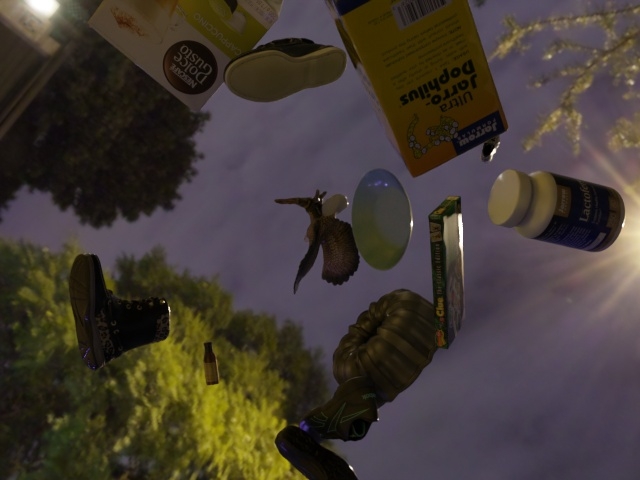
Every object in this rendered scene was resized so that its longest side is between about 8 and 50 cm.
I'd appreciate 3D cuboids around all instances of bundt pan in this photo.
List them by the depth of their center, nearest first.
[{"bbox_3d":[0.151,0.247,1.671,0.331,0.124,0.331,-45,-170,10],"label":"bundt pan"}]

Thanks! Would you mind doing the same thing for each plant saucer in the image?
[{"bbox_3d":[0.125,-0.040,1.307,0.195,0.037,0.195,9,-80,59],"label":"plant saucer"}]

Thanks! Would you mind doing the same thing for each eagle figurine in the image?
[{"bbox_3d":[-0.001,0.002,2.166,0.226,0.299,0.225,-13,171,4],"label":"eagle figurine"}]

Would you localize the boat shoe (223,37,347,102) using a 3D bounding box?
[{"bbox_3d":[-0.098,-0.417,1.619,0.340,0.127,0.113,-23,-133,-31],"label":"boat shoe"}]

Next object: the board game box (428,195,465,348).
[{"bbox_3d":[0.241,0.058,1.295,0.030,0.260,0.136,3,-161,28],"label":"board game box"}]

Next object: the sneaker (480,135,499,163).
[{"bbox_3d":[0.459,-0.260,1.845,0.069,0.038,0.098,54,54,-73],"label":"sneaker"}]

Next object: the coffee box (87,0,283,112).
[{"bbox_3d":[-0.329,-0.597,1.772,0.334,0.337,0.338,-44,-159,20],"label":"coffee box"}]

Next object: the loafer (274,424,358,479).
[{"bbox_3d":[-0.007,0.499,1.528,0.076,0.223,0.078,-49,177,-42],"label":"loafer"}]

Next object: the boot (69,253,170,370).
[{"bbox_3d":[-0.398,0.125,1.374,0.085,0.178,0.237,15,-68,44],"label":"boot"}]

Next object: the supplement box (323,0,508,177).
[{"bbox_3d":[0.157,-0.326,1.183,0.195,0.357,0.194,-27,-144,5],"label":"supplement box"}]

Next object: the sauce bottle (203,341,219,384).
[{"bbox_3d":[-0.332,0.371,2.071,0.042,0.042,0.128,-16,-101,48],"label":"sauce bottle"}]

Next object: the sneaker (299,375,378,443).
[{"bbox_3d":[0.039,0.407,1.531,0.267,0.101,0.106,-52,-131,38],"label":"sneaker"}]

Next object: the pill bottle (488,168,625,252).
[{"bbox_3d":[0.516,-0.069,1.514,0.153,0.264,0.153,-169,-90,-74],"label":"pill bottle"}]
